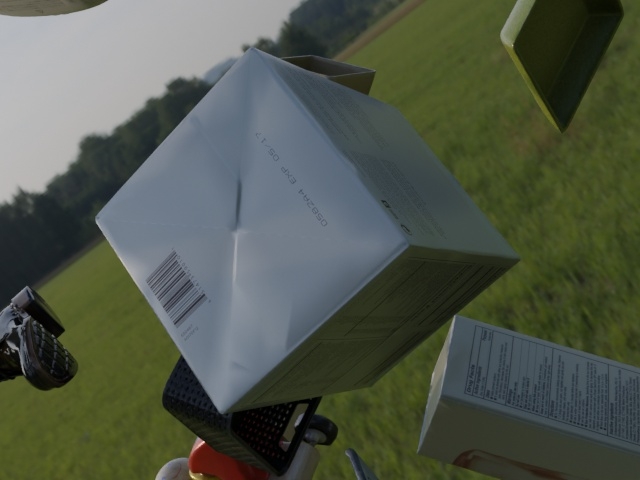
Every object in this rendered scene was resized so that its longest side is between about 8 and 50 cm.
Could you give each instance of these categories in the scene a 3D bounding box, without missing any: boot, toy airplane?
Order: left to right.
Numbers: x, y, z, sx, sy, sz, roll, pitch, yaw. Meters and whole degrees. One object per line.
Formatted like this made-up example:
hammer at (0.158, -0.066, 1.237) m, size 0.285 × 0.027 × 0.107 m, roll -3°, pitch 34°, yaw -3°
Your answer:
boot at (-0.326, 0.131, 1.051) m, size 0.106 × 0.082 × 0.219 m, roll -41°, pitch 23°, yaw -4°
toy airplane at (-0.106, 0.386, 1.425) m, size 0.273 × 0.384 × 0.386 m, roll 8°, pitch 4°, yaw 16°

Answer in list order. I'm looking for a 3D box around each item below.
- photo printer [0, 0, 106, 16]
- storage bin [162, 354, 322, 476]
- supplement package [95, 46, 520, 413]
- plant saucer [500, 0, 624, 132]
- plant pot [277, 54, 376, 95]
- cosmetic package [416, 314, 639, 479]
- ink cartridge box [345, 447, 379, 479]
photo printer at (-0.475, -0.438, 1.488) m, size 0.256 × 0.107 × 0.307 m, roll 0°, pitch -14°, yaw 24°
storage bin at (-0.076, 0.159, 1.034) m, size 0.122 × 0.084 × 0.180 m, roll -64°, pitch -27°, yaw -20°
supplement package at (0.000, 0.000, 0.830) m, size 0.198 × 0.199 × 0.263 m, roll -44°, pitch -21°, yaw 19°
plant saucer at (0.282, -0.255, 1.173) m, size 0.045 × 0.188 × 0.188 m, roll 19°, pitch 74°, yaw 39°
plant pot at (-0.005, -0.185, 1.306) m, size 0.109 × 0.096 × 0.109 m, roll 21°, pitch 23°, yaw 31°
cosmetic package at (0.285, 0.222, 1.234) m, size 0.153 × 0.296 × 0.129 m, roll -68°, pitch -6°, yaw -48°
ink cartridge box at (0.113, 0.333, 0.603) m, size 0.071 × 0.330 × 0.324 m, roll -37°, pitch 20°, yaw 5°
